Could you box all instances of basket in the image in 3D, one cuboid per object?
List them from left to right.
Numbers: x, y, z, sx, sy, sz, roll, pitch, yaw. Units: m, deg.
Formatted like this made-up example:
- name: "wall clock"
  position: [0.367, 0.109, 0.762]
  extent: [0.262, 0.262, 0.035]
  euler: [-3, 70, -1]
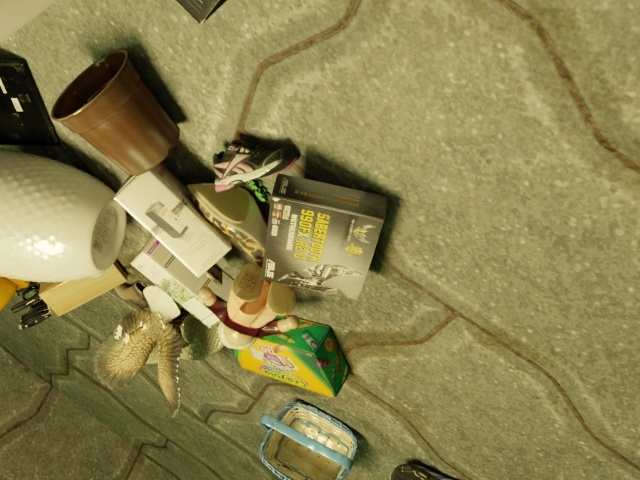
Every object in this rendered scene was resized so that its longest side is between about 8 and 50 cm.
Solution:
- name: "basket"
  position: [-0.026, 0.538, 1.927]
  extent: [0.254, 0.201, 0.289]
  euler: [26, 157, 16]

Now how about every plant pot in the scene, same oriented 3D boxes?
- name: "plant pot"
  position: [-0.340, -0.209, 1.281]
  extent: [0.167, 0.167, 0.165]
  euler: [-1, 141, 43]

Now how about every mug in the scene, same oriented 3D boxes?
- name: "mug"
  position: [-0.605, -0.022, 1.666]
  extent: [0.327, 0.276, 0.374]
  euler: [11, 153, 10]

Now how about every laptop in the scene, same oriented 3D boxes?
- name: "laptop"
  position: [-0.694, -0.328, 1.577]
  extent: [0.264, 0.137, 0.234]
  euler: [2, 143, 4]

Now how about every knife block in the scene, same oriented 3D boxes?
- name: "knife block"
  position: [-0.672, 0.136, 1.955]
  extent: [0.275, 0.242, 0.088]
  euler: [4, 138, 39]

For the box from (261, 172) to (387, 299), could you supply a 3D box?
- name: "box"
  position: [0.000, 0.000, 1.262]
  extent: [0.183, 0.056, 0.231]
  euler: [13, 142, 0]

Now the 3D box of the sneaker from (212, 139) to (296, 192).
- name: "sneaker"
  position: [-0.124, -0.136, 1.256]
  extent: [0.178, 0.072, 0.077]
  euler: [-15, 95, 36]

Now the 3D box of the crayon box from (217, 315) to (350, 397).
- name: "crayon box"
  position: [-0.085, 0.248, 1.711]
  extent: [0.278, 0.081, 0.165]
  euler: [10, 140, 34]

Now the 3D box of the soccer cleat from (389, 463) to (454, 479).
- name: "soccer cleat"
  position: [0.330, 0.652, 1.860]
  extent: [0.331, 0.116, 0.143]
  euler: [22, 162, 23]

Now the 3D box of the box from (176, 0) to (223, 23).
- name: "box"
  position: [-0.178, -0.422, 0.892]
  extent: [0.261, 0.103, 0.184]
  euler: [44, 150, -13]

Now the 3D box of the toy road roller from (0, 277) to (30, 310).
- name: "toy road roller"
  position: [-0.820, 0.063, 1.916]
  extent: [0.329, 0.241, 0.202]
  euler: [-10, 143, 39]

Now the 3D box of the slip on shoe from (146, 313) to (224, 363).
- name: "slip on shoe"
  position: [-0.357, 0.259, 1.975]
  extent: [0.331, 0.101, 0.123]
  euler: [-18, 85, 40]

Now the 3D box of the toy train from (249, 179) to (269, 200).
- name: "toy train"
  position: [-0.119, -0.103, 1.341]
  extent: [0.023, 0.017, 0.083]
  euler: [13, 143, 49]

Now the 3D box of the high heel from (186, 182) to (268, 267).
- name: "high heel"
  position: [-0.145, -0.002, 1.423]
  extent: [0.261, 0.093, 0.186]
  euler: [27, 145, 7]

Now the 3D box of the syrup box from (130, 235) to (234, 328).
- name: "syrup box"
  position: [-0.296, 0.081, 1.673]
  extent: [0.237, 0.096, 0.093]
  euler: [42, 146, -10]

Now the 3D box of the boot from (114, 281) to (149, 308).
- name: "boot"
  position: [-0.494, 0.134, 1.985]
  extent: [0.118, 0.042, 0.087]
  euler: [35, 142, -2]

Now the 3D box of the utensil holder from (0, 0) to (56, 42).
- name: "utensil holder"
  position: [-0.546, -0.389, 1.008]
  extent: [0.327, 0.385, 0.328]
  euler: [24, 147, 16]

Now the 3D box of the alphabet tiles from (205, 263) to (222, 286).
- name: "alphabet tiles"
  position: [-0.288, -0.001, 1.528]
  extent: [0.237, 0.009, 0.198]
  euler: [44, -176, -15]

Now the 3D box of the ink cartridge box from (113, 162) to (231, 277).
- name: "ink cartridge box"
  position: [-0.277, -0.050, 1.421]
  extent: [0.218, 0.092, 0.158]
  euler: [47, -176, -16]

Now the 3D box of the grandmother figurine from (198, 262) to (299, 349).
- name: "grandmother figurine"
  position: [-0.150, 0.148, 1.504]
  extent: [0.207, 0.104, 0.342]
  euler: [30, 154, 0]

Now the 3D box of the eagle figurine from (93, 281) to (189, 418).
- name: "eagle figurine"
  position: [-0.389, 0.249, 1.795]
  extent: [0.225, 0.298, 0.226]
  euler: [33, 165, -26]
